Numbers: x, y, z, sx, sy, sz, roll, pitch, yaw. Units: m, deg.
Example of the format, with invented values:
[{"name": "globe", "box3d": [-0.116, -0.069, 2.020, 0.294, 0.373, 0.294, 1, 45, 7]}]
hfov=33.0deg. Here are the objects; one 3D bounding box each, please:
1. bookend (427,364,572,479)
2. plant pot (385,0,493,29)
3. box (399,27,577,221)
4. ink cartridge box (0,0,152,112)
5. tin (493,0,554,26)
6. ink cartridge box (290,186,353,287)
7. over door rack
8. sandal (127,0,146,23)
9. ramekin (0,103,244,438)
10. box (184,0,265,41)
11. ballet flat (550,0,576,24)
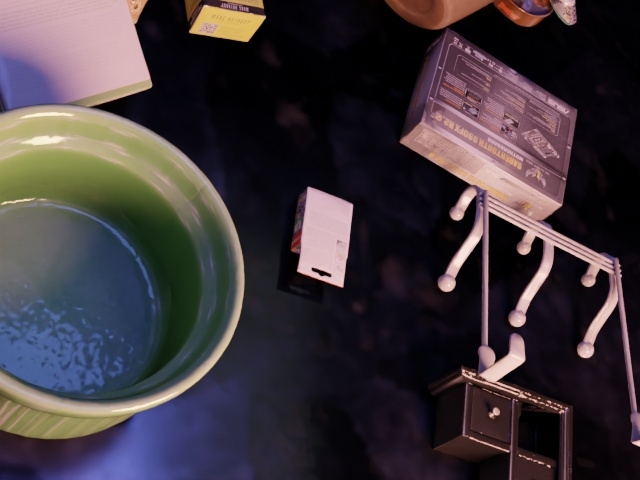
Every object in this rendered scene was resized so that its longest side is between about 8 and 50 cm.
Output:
[{"name": "bookend", "box3d": [0.199, 0.243, 1.214, 0.157, 0.072, 0.156, 22, 56, -19]}, {"name": "plant pot", "box3d": [0.188, -0.415, 1.468, 0.263, 0.263, 0.229, 46, 72, -2]}, {"name": "box", "box3d": [0.232, -0.155, 1.459, 0.231, 0.056, 0.183, 28, 55, -15]}, {"name": "ink cartridge box", "box3d": [-0.289, -0.249, 1.130, 0.171, 0.056, 0.235, -23, 104, -33]}, {"name": "tin", "box3d": [0.318, -0.402, 1.658, 0.106, 0.040, 0.189, 40, 51, -11]}, {"name": "ink cartridge box", "box3d": [0.000, 0.000, 1.254, 0.063, 0.029, 0.115, 20, 57, -21]}, {"name": "over door rack", "box3d": [0.268, 0.095, 1.295, 0.240, 0.108, 0.324, 25, 34, -18]}, {"name": "sandal", "box3d": [-0.232, -0.296, 1.241, 0.088, 0.079, 0.240, 37, 52, -9]}, {"name": "ramekin", "box3d": [-0.238, 0.038, 1.013, 0.303, 0.148, 0.303, 14, 58, -24]}, {"name": "box", "box3d": [-0.133, -0.365, 1.351, 0.087, 0.058, 0.232, 2, 65, -31]}, {"name": "ballet flat", "box3d": [0.356, -0.378, 1.619, 0.041, 0.041, 0.114, -22, 78, -37]}]
